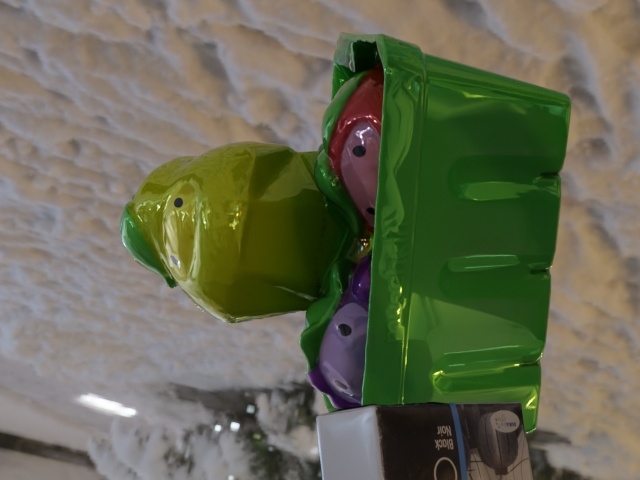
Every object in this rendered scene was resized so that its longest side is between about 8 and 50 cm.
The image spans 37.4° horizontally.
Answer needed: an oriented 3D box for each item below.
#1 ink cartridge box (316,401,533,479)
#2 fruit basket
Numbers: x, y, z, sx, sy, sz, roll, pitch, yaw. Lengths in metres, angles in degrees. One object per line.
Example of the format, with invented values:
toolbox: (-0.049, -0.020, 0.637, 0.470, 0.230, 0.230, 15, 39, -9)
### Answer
ink cartridge box: (0.089, 0.275, 0.623, 0.165, 0.332, 0.065, 7, 161, -44)
fruit basket: (0.000, 0.000, 0.837, 0.392, 0.392, 0.283, 16, -170, -11)
